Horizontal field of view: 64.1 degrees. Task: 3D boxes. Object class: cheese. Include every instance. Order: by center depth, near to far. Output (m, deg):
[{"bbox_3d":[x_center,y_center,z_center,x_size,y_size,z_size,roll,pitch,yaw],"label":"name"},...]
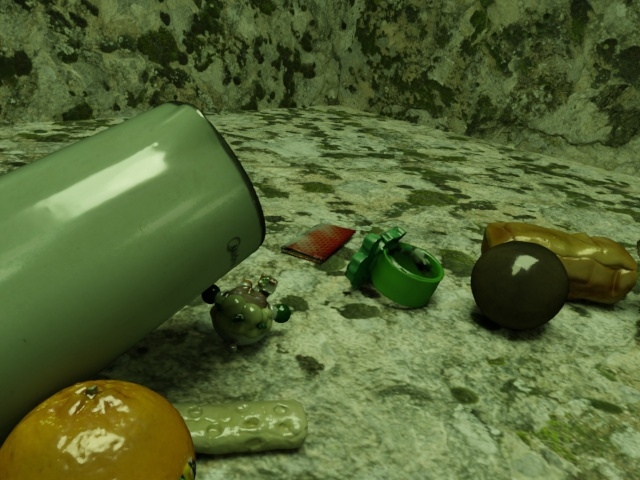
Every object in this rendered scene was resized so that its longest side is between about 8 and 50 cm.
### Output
[{"bbox_3d":[-0.112,0.224,0.613,0.194,0.043,0.065,3,22,-10],"label":"cheese"}]

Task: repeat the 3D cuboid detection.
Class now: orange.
[{"bbox_3d":[-0.207,0.215,0.478,0.178,0.155,0.177,4,36,-3],"label":"orange"}]

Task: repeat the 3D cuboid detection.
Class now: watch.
[{"bbox_3d":[0.147,0.067,0.987,0.152,0.131,0.165,38,30,20],"label":"watch"}]

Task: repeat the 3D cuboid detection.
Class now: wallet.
[{"bbox_3d":[0.000,0.000,1.193,0.103,0.020,0.196,16,25,22],"label":"wallet"}]

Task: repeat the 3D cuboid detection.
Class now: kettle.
[{"bbox_3d":[-0.273,0.047,0.630,0.377,0.361,0.250,-37,66,-25],"label":"kettle"}]

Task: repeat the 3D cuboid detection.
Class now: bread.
[{"bbox_3d":[0.497,0.045,1.089,0.295,0.132,0.167,8,17,8],"label":"bread"}]

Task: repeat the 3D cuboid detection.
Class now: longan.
[{"bbox_3d":[0.365,0.078,0.939,0.168,0.167,0.187,19,17,27],"label":"longan"}]

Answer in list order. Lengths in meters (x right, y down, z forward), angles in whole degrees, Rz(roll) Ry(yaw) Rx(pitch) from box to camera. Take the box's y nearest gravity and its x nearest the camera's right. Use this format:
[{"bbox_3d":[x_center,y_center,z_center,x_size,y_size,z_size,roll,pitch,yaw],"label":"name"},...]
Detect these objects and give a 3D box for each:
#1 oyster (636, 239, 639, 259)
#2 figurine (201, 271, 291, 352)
[{"bbox_3d":[0.695,0.125,0.946,0.198,0.133,0.337,21,32,-8],"label":"oyster"},{"bbox_3d":[-0.120,0.103,0.830,0.147,0.093,0.197,16,22,-5],"label":"figurine"}]
